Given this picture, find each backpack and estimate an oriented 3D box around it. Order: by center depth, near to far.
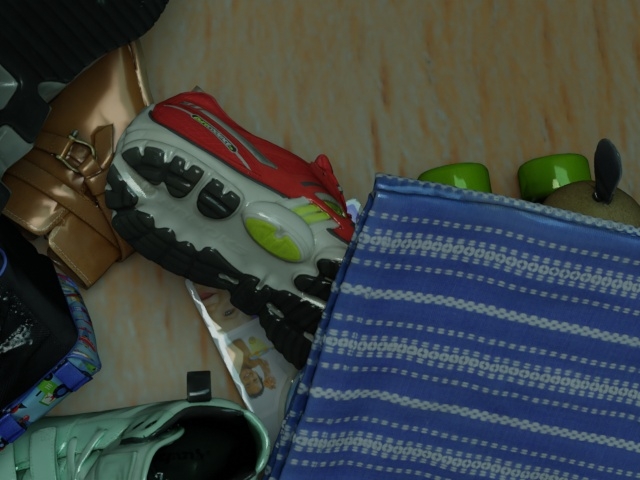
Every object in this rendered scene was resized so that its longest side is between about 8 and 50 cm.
[{"bbox_3d":[-0.234,0.071,0.931,0.173,0.158,0.117,-41,118,0],"label":"backpack"}]

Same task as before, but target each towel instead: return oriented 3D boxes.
[{"bbox_3d":[0.095,0.130,0.952,0.243,0.040,0.336,12,118,-12],"label":"towel"}]

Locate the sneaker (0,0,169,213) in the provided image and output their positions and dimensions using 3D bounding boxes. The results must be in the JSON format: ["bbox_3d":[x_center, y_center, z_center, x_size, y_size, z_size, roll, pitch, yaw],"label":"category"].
[{"bbox_3d":[-0.210,-0.115,0.929,0.122,0.146,0.330,52,53,-26],"label":"sneaker"}]

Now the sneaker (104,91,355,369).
[{"bbox_3d":[0.000,0.000,0.981,0.279,0.107,0.118,38,39,-11],"label":"sneaker"}]

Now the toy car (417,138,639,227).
[{"bbox_3d":[0.156,0.008,1.019,0.149,0.188,0.155,-6,80,-15],"label":"toy car"}]

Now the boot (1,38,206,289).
[{"bbox_3d":[-0.169,-0.078,1.019,0.197,0.073,0.152,42,76,0],"label":"boot"}]

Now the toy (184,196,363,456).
[{"bbox_3d":[0.023,0.100,1.037,0.137,0.056,0.237,-26,86,-17],"label":"toy"}]

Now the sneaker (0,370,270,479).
[{"bbox_3d":[-0.154,0.142,0.934,0.256,0.151,0.094,-15,84,-15],"label":"sneaker"}]
